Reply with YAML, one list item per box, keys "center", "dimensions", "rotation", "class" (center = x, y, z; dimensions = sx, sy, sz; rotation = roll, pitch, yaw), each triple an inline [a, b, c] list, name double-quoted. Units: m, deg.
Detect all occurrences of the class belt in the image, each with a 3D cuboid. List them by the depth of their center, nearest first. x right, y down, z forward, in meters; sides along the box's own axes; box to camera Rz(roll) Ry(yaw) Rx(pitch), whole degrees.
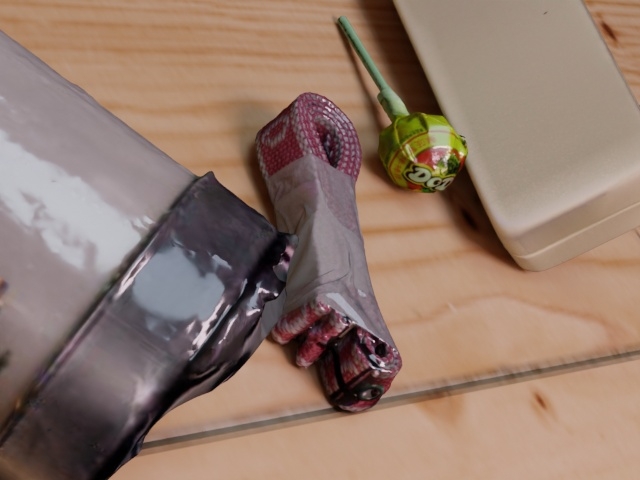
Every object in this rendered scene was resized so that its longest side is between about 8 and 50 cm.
- center: [0.000, 0.000, 0.981]
  dimensions: [0.071, 0.053, 0.232]
  rotation: [23, 40, -34]
  class: "belt"

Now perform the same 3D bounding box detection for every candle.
- center: [-0.184, -0.016, 0.730]
  dimensions: [0.330, 0.187, 0.187]
  rotation: [36, 37, -4]
  class: "candle"

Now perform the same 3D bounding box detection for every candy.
- center: [0.050, -0.108, 1.143]
  dimensions: [0.062, 0.058, 0.194]
  rotation: [1, 42, -27]
  class: "candy"

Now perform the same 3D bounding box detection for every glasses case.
- center: [0.147, -0.133, 1.170]
  dimensions: [0.070, 0.131, 0.313]
  rotation: [50, 16, -55]
  class: "glasses case"
